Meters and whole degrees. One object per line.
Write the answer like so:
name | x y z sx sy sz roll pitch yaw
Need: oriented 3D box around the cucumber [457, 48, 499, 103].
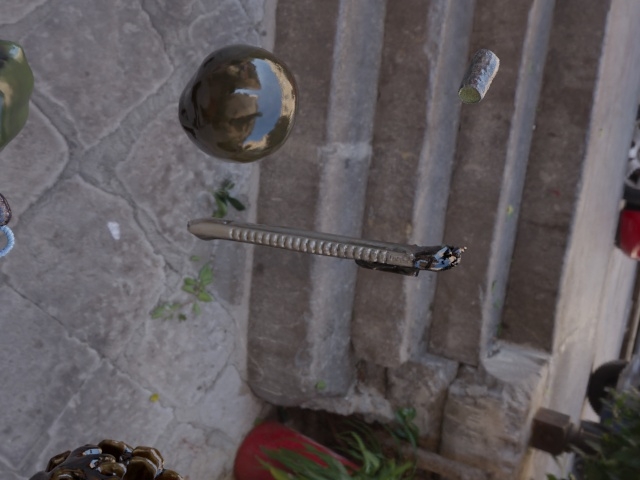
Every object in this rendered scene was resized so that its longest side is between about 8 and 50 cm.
cucumber | 0.328 -0.342 1.195 0.112 0.064 0.064 -60 145 -13

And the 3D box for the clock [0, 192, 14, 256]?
clock | -0.937 -0.033 1.552 0.195 0.100 0.194 -21 100 -9

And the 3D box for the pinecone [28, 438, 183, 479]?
pinecone | -0.445 0.613 1.137 0.397 0.397 0.398 -26 122 -52

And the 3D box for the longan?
longan | -0.131 -0.218 0.936 0.198 0.212 0.198 28 42 -29

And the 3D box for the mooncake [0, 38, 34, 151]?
mooncake | -0.668 -0.263 0.927 0.187 0.351 0.352 -110 -171 -59

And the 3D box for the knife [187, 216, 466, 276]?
knife | -0.001 0.006 0.730 0.089 0.365 0.043 -10 107 -79
